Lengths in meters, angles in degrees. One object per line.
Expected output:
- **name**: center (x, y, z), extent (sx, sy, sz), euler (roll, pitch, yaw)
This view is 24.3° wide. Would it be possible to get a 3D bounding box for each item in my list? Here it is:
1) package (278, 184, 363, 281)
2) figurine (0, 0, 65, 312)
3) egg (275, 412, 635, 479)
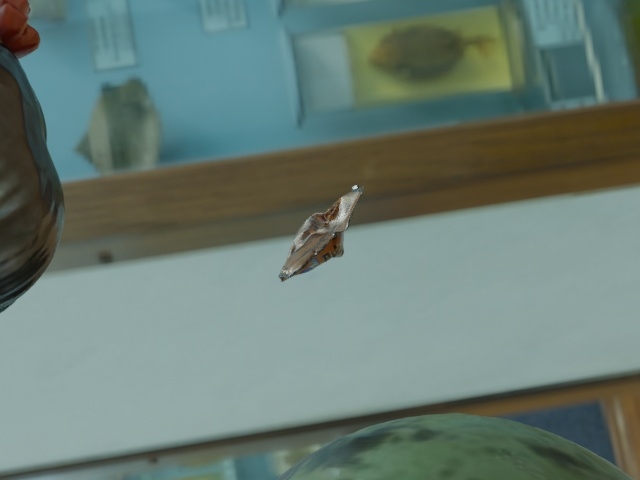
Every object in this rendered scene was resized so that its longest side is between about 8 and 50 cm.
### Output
- **package**: center (-0.001, -0.001, 1.001), extent (0.033, 0.077, 0.110), euler (57, 173, 6)
- **figurine**: center (-0.210, -0.020, 0.524), extent (0.110, 0.245, 0.138), euler (5, 107, 66)
- **egg**: center (0.088, 0.309, 0.821), extent (0.345, 0.345, 0.428), euler (103, 153, -72)
